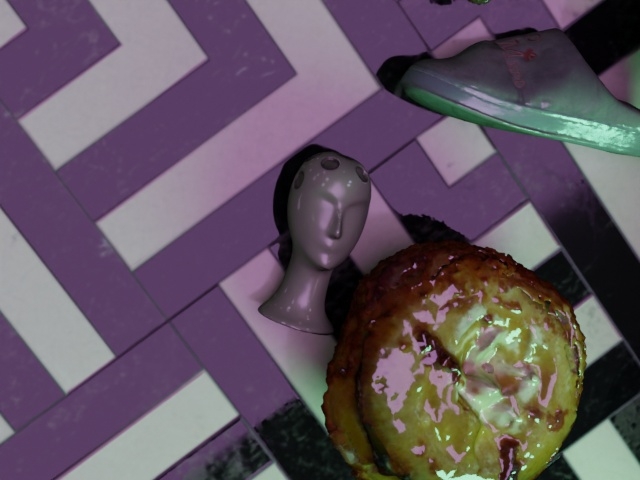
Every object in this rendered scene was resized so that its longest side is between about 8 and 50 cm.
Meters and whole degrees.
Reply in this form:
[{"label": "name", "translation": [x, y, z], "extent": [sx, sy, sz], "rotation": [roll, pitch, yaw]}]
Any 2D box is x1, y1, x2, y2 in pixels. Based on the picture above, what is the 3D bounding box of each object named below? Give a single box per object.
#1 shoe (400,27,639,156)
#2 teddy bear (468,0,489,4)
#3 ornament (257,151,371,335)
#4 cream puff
[{"label": "shoe", "translation": [0.197, -0.139, 1.325], "extent": [0.251, 0.103, 0.100], "rotation": [12, 97, -18]}, {"label": "teddy bear", "translation": [0.137, -0.288, 1.305], "extent": [0.119, 0.078, 0.160], "rotation": [19, 103, 21]}, {"label": "ornament", "translation": [0.000, 0.000, 1.318], "extent": [0.075, 0.081, 0.156], "rotation": [14, 100, -18]}, {"label": "cream puff", "translation": [0.111, 0.117, 1.316], "extent": [0.240, 0.164, 0.240], "rotation": [-3, 96, -26]}]
